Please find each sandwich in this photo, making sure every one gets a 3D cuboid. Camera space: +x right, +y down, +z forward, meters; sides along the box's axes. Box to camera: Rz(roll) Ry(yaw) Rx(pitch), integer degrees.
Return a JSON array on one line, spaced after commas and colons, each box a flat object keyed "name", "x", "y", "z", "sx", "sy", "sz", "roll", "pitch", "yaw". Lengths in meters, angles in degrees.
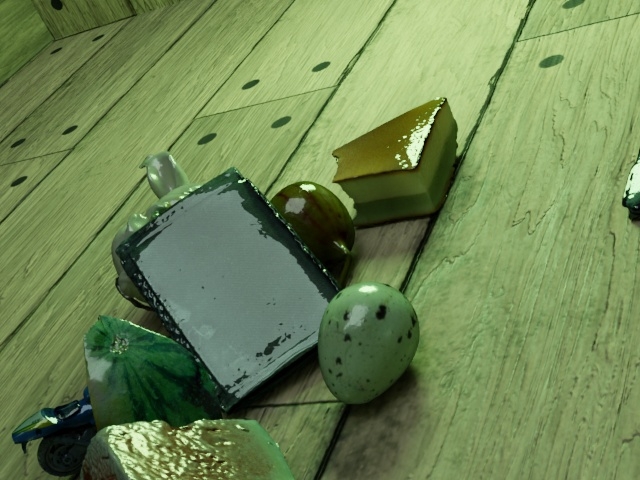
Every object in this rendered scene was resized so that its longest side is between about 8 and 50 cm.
[{"name": "sandwich", "x": 0.120, "y": -0.131, "z": 1.715, "sx": 0.186, "sy": 0.108, "sz": 0.220, "roll": -8, "pitch": 35, "yaw": 29}]

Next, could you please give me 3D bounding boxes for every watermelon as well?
[{"name": "watermelon", "x": -0.207, "y": 0.206, "z": 1.319, "sx": 0.146, "sy": 0.231, "sz": 0.128, "roll": -14, "pitch": 18, "yaw": -1}, {"name": "watermelon", "x": -0.164, "y": 0.279, "z": 1.166, "sx": 0.261, "sy": 0.201, "sz": 0.213, "roll": -30, "pitch": 36, "yaw": -14}]

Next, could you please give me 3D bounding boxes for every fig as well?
[{"name": "fig", "x": -0.009, "y": -0.012, "z": 1.587, "sx": 0.148, "sy": 0.142, "sz": 0.186, "roll": -41, "pitch": 30, "yaw": -22}]

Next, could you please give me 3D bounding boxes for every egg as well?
[{"name": "egg", "x": 0.058, "y": 0.132, "z": 1.317, "sx": 0.131, "sy": 0.131, "sz": 0.164, "roll": 2, "pitch": 62, "yaw": 42}]

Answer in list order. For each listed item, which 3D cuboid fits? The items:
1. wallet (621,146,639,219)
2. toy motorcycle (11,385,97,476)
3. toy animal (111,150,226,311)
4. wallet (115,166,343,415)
[{"name": "wallet", "x": 0.594, "y": -0.114, "z": 1.347, "sx": 0.379, "sy": 0.046, "sz": 0.191, "roll": -7, "pitch": 32, "yaw": 34}, {"name": "toy motorcycle", "x": -0.294, "y": 0.228, "z": 1.428, "sx": 0.254, "sy": 0.135, "sz": 0.092, "roll": -31, "pitch": 28, "yaw": -9}, {"name": "toy animal", "x": -0.240, "y": -0.014, "z": 1.732, "sx": 0.154, "sy": 0.208, "sz": 0.325, "roll": -57, "pitch": 23, "yaw": 34}, {"name": "wallet", "x": -0.123, "y": 0.067, "z": 1.502, "sx": 0.237, "sy": 0.075, "sz": 0.342, "roll": -37, "pitch": 58, "yaw": -7}]
